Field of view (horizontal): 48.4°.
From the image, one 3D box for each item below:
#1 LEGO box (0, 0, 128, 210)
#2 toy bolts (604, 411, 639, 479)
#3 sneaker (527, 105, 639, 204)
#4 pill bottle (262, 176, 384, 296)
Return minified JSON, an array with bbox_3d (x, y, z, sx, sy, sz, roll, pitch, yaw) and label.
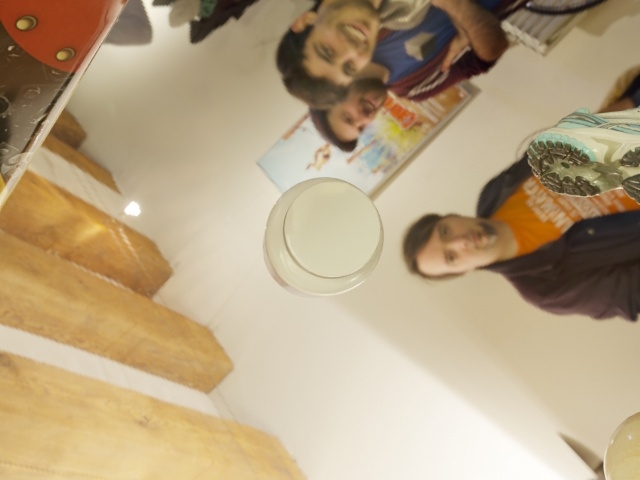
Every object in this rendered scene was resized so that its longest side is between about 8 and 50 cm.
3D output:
[{"bbox_3d":[-0.380,-0.036,0.317,0.373,0.500,0.193,-3,-123,-48],"label":"LEGO box"},{"bbox_3d":[0.182,0.162,0.274,0.218,0.159,0.228,17,-114,-38],"label":"toy bolts"},{"bbox_3d":[0.398,-0.112,0.852,0.283,0.122,0.110,22,149,42],"label":"sneaker"},{"bbox_3d":[0.000,0.000,0.769,0.124,0.124,0.221,44,173,0],"label":"pill bottle"}]
